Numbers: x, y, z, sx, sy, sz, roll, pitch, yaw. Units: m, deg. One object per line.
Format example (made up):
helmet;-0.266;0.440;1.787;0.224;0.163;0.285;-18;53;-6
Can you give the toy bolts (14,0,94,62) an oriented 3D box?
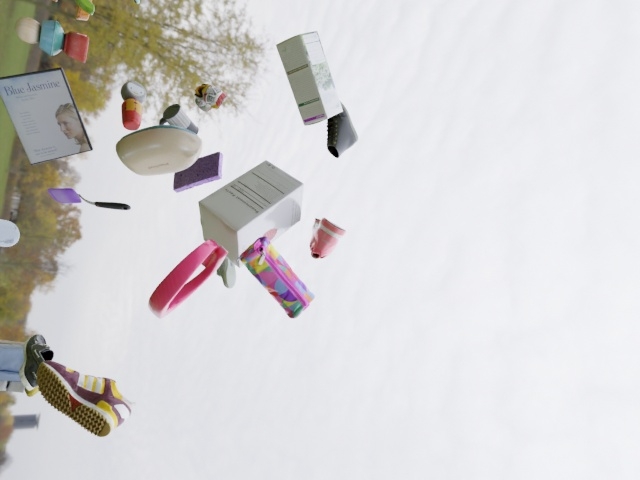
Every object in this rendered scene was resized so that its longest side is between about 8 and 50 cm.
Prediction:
toy bolts;-0.675;-0.589;1.123;0.218;0.158;0.229;34;-69;52

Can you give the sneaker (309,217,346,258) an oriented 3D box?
sneaker;-0.001;0.000;1.582;0.136;0.116;0.314;-59;-178;-3

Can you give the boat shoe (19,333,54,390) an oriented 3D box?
boat shoe;-0.823;0.346;1.303;0.233;0.079;0.084;35;-30;55

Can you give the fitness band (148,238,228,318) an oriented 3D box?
fitness band;-0.329;0.096;1.082;0.209;0.054;0.291;-45;-179;-29

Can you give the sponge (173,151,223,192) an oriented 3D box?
sponge;-0.476;-0.266;1.720;0.210;0.031;0.117;-14;-119;16

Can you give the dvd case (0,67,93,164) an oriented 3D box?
dvd case;-0.822;-0.372;1.325;0.022;0.180;0.253;32;-42;56

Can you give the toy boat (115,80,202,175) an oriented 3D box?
toy boat;-0.511;-0.329;1.348;0.318;0.267;0.148;78;3;-66

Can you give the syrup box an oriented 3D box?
syrup box;-0.029;-0.463;1.271;0.096;0.093;0.237;-4;-66;38

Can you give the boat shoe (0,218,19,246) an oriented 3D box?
boat shoe;-1.028;-0.045;1.248;0.104;0.306;0.113;-5;-99;16

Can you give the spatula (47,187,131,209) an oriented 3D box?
spatula;-0.803;-0.137;1.547;0.084;0.296;0.030;90;13;-56

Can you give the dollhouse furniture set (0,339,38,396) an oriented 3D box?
dollhouse furniture set;-1.038;0.394;1.365;0.198;0.303;0.286;-110;-141;-56

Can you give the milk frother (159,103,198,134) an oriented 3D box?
milk frother;-0.580;-0.455;1.811;0.129;0.135;0.143;-37;-127;0

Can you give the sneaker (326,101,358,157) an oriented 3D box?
sneaker;0.051;-0.417;1.618;0.118;0.222;0.083;-49;-148;-22

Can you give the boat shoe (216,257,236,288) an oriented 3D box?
boat shoe;-0.475;0.145;2.197;0.081;0.079;0.228;-24;-124;19

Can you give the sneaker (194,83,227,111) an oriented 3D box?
sneaker;-0.429;-0.549;1.662;0.225;0.092;0.088;15;-107;57

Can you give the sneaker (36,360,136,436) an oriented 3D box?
sneaker;-0.431;0.278;0.812;0.185;0.084;0.070;36;-70;8

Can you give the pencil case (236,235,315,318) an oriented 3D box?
pencil case;-0.115;0.097;1.174;0.104;0.236;0.104;-36;-164;12

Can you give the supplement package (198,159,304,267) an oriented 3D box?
supplement package;-0.215;-0.090;1.410;0.175;0.293;0.177;35;-36;21

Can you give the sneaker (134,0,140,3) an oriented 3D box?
sneaker;-0.537;-0.756;1.303;0.038;0.069;0.098;12;-53;60
